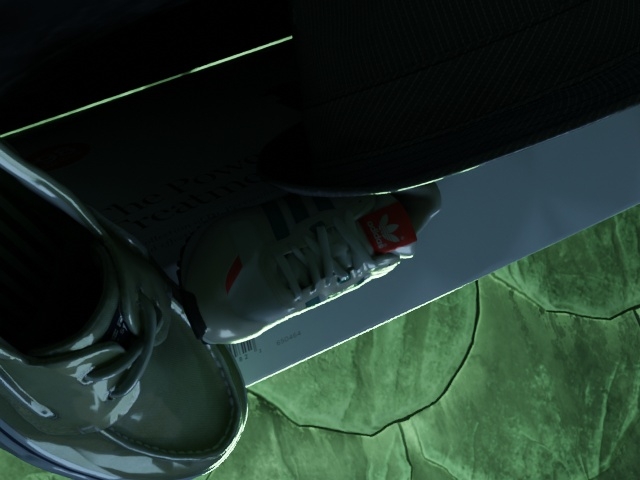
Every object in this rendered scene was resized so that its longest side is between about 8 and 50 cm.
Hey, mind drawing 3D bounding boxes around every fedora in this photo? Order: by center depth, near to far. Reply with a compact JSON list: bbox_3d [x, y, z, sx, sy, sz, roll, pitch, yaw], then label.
[{"bbox_3d":[0.066,-0.118,0.651,0.244,0.124,0.275,-21,-171,5],"label":"fedora"}]

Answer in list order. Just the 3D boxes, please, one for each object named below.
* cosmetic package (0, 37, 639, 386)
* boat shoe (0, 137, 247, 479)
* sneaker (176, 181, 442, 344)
[{"bbox_3d":[-0.013,-0.044,0.864,0.377,0.097,0.284,-23,-154,-26],"label":"cosmetic package"},{"bbox_3d":[-0.119,0.033,0.565,0.094,0.302,0.109,12,-111,43],"label":"boat shoe"},{"bbox_3d":[0.000,0.000,0.633,0.075,0.057,0.161,-15,-172,36],"label":"sneaker"}]
